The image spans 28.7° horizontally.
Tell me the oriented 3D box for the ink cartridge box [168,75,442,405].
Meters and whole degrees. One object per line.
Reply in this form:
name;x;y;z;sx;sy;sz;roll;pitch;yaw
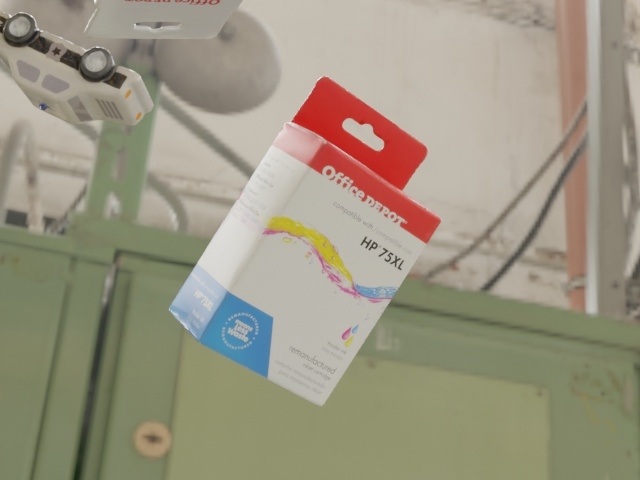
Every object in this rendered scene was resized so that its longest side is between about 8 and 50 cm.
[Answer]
ink cartridge box;0.000;0.000;1.012;0.134;0.231;0.078;31;2;-31

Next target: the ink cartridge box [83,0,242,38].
ink cartridge box;-0.088;-0.201;0.802;0.104;0.060;0.180;-4;-21;-29

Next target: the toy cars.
toy cars;-0.352;-0.218;1.265;0.393;0.087;0.176;36;-16;-27
